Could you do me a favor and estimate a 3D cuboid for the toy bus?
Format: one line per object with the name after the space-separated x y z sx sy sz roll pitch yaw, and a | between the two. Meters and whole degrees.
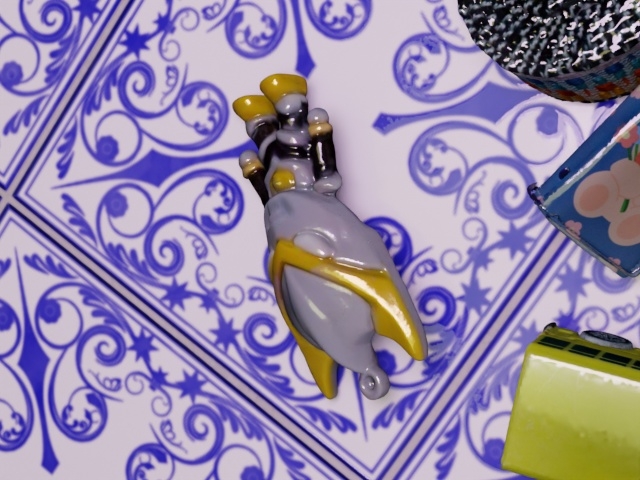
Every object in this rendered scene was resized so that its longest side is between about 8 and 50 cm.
0.297 0.166 1.259 0.262 0.150 0.128 14 99 18 | toy bus

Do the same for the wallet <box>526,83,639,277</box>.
0.291 -0.070 1.265 0.141 0.059 0.202 33 110 -30 | wallet

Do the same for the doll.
0.002 -0.001 1.385 0.145 0.103 0.316 -23 79 23 | doll

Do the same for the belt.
0.245 -0.244 1.261 0.257 0.150 0.207 -43 69 16 | belt
